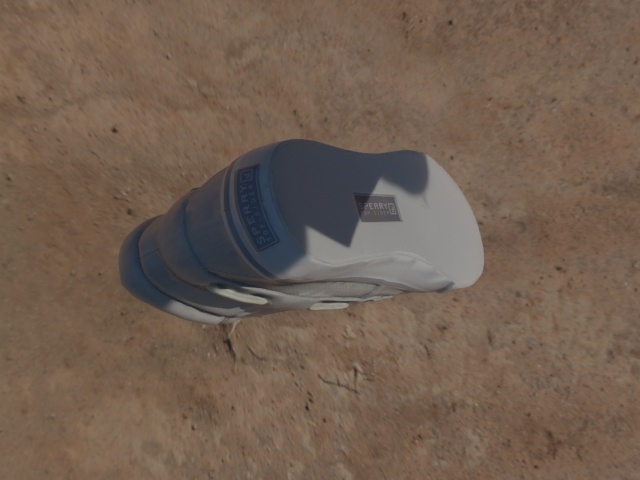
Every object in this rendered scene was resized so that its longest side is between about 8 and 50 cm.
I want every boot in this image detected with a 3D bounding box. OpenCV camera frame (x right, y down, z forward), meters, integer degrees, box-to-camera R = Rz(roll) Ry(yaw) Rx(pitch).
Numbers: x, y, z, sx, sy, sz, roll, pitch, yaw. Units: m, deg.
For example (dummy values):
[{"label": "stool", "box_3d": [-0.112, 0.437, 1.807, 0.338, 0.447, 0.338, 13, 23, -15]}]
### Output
[{"label": "boot", "box_3d": [0.000, 0.000, 0.460, 0.124, 0.258, 0.095, -20, 73, 33]}]
